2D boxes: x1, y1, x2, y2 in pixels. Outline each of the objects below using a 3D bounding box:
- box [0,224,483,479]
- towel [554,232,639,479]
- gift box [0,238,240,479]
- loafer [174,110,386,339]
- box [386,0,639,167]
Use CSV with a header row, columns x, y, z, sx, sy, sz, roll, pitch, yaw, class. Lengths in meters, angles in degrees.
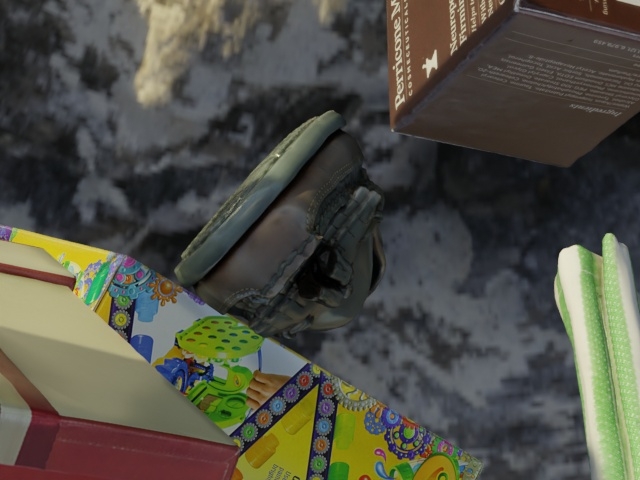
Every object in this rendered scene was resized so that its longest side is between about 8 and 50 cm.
x,y,z,sx,sy,sz,roll,pitch,yaw,class
-0.106,0.136,1.116,0.279,0.290,0.177,32,80,-26,box
0.166,0.185,0.838,0.038,0.248,0.325,-11,140,10,towel
-0.221,0.099,0.670,0.276,0.258,0.255,20,97,-33,gift box
0.000,0.000,0.779,0.084,0.267,0.096,43,95,-2,loafer
0.167,-0.181,1.318,0.167,0.169,0.203,9,154,-22,box
